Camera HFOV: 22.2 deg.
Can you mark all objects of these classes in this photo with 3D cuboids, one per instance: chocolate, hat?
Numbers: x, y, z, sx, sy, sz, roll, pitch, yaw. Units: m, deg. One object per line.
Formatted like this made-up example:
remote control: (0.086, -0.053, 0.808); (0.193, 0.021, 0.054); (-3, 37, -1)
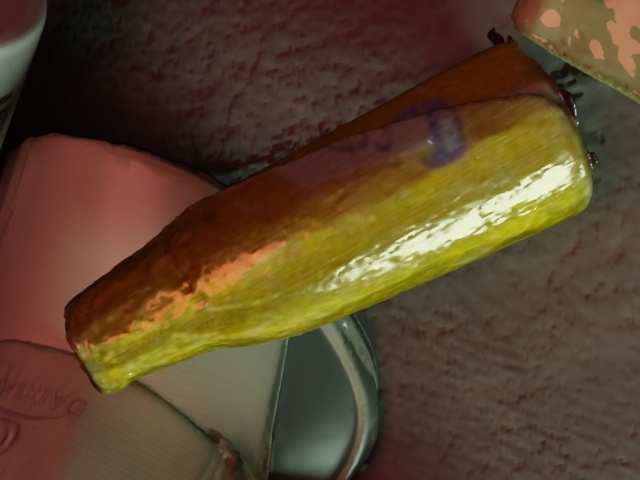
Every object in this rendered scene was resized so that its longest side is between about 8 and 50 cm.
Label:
chocolate: (0.000, 0.000, 0.656); (0.219, 0.085, 0.086); (-28, 85, -2)
hat: (-0.104, 0.091, 0.732); (0.232, 0.161, 0.275); (12, 100, 20)

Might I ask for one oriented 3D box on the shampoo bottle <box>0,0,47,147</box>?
shampoo bottle: (-0.210, -0.010, 0.769); (0.092, 0.092, 0.303); (42, 134, 14)

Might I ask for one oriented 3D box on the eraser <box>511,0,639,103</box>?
eraser: (0.160, -0.131, 0.618); (0.117, 0.058, 0.172); (33, 111, 18)
